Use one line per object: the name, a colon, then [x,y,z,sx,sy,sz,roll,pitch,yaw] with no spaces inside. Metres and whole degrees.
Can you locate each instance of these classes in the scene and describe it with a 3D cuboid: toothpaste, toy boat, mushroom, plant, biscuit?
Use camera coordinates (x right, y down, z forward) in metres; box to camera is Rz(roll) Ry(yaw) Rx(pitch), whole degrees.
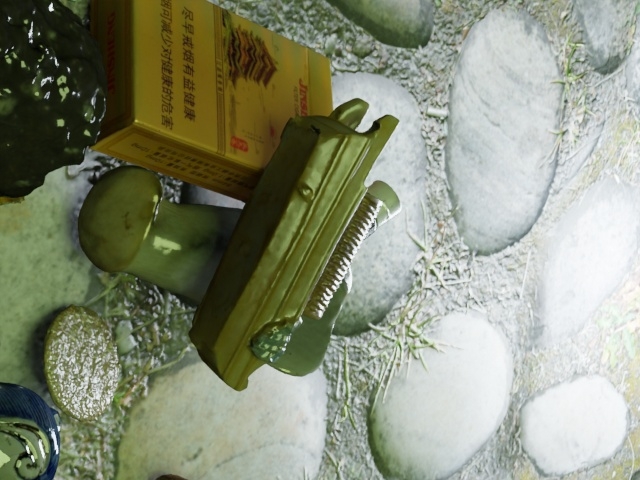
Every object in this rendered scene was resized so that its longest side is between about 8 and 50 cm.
toothpaste: [0.000,0.000,1.351,0.193,0.045,0.071,-36,108,-25]
toy boat: [-0.019,0.003,1.269,0.115,0.089,0.310,23,93,-38]
mushroom: [-0.105,0.030,1.355,0.329,0.122,0.159,23,64,-41]
plant: [-0.295,-0.152,1.054,0.204,0.178,0.234,-35,134,18]
biscuit: [-0.239,0.123,1.296,0.120,0.015,0.120,31,55,-57]

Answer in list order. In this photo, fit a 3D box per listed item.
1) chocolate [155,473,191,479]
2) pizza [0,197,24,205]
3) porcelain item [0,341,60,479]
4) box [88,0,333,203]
chocolate: [-0.153,0.372,1.404,0.148,0.093,0.214,34,75,-39]
pizza: [-0.349,-0.060,1.153,0.199,0.062,0.188,26,53,-52]
porcelain item: [-0.348,0.135,1.169,0.288,0.138,0.186,46,51,-33]
box: [-0.103,-0.141,1.309,0.274,0.076,0.174,18,60,-42]
